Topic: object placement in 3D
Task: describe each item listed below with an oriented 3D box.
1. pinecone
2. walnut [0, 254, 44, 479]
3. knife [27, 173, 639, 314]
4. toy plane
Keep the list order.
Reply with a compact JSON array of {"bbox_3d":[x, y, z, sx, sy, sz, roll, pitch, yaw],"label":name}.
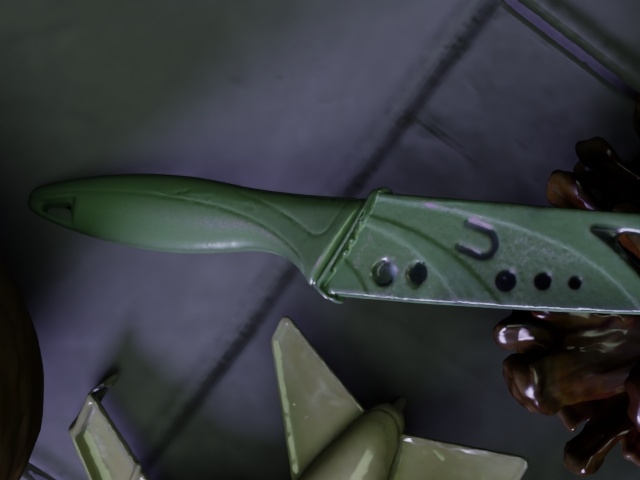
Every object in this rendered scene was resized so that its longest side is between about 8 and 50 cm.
[{"bbox_3d":[0.161,0.023,0.410,0.195,0.150,0.179,-14,108,9],"label":"pinecone"},{"bbox_3d":[-0.213,0.044,0.397,0.227,0.228,0.228,0,103,1],"label":"walnut"},{"bbox_3d":[0.001,0.000,0.404,0.293,0.020,0.043,5,84,31],"label":"knife"},{"bbox_3d":[-0.022,0.170,0.480,0.241,0.104,0.256,29,96,10],"label":"toy plane"}]
